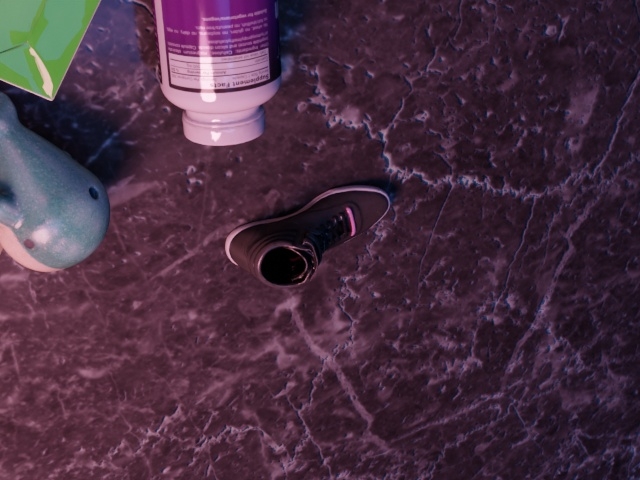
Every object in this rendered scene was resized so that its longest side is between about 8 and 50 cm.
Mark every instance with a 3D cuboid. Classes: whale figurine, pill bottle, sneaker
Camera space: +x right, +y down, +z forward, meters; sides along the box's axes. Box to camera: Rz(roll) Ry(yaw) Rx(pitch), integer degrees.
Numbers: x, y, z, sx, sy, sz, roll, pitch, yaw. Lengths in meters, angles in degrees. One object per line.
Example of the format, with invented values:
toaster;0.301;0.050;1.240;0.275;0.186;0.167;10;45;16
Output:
whale figurine;-0.403;-0.090;1.522;0.141;0.216;0.272;-18;107;24
pill bottle;-0.149;-0.310;1.526;0.181;0.181;0.323;-11;119;-16
sneaker;0.000;0.000;1.759;0.296;0.147;0.104;-19;119;-13

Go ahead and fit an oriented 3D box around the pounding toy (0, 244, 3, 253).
pounding toy;-0.550;-0.036;1.572;0.237;0.110;0.183;-26;114;-42

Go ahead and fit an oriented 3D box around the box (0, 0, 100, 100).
box;-0.363;-0.351;1.393;0.127;0.231;0.262;22;106;-29
